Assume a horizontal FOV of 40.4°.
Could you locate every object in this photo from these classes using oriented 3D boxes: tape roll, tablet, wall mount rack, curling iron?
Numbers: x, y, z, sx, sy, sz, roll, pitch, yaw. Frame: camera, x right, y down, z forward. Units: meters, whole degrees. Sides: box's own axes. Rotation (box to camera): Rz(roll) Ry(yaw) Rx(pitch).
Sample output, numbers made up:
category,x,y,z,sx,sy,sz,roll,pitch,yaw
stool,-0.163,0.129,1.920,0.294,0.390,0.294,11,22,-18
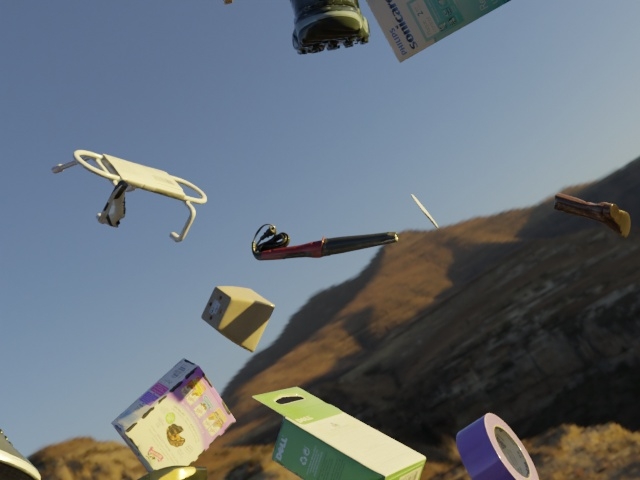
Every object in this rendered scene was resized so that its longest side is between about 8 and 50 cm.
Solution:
category,x,y,z,sx,sy,sz,roll,pitch,yaw
tape roll,0.380,0.472,1.865,0.080,0.189,0.189,-37,-12,19
tablet,0.206,-0.059,1.727,0.006,0.054,0.083,-40,28,8
wall mount rack,-0.451,-0.122,2.004,0.350,0.304,0.130,16,-71,-44
curling iron,0.000,0.000,1.472,0.274,0.068,0.035,-3,-23,27

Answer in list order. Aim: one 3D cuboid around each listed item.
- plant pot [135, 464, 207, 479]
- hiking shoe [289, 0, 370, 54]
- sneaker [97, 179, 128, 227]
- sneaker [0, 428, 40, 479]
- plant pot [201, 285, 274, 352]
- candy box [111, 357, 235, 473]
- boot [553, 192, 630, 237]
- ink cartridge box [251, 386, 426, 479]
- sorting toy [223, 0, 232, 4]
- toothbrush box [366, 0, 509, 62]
category,x,y,z,sx,sy,sz,roll,pitch,yaw
plant pot,-0.204,0.340,1.137,0.081,0.081,0.083,-33,-41,31
hiking shoe,0.010,-0.331,1.195,0.113,0.132,0.304,-10,8,-2
sneaker,-0.388,-0.070,1.670,0.109,0.043,0.040,-56,12,34
sneaker,-0.518,0.288,1.365,0.086,0.163,0.226,-25,-48,17
plant pot,-0.178,0.152,1.787,0.096,0.109,0.109,24,-88,-39
candy box,-0.293,0.366,1.751,0.196,0.165,0.070,-42,31,-26
boot,0.464,-0.045,1.493,0.106,0.114,0.037,40,-109,-43
ink cartridge box,0.014,0.260,1.086,0.109,0.209,0.062,1,-70,-57
sorting toy,-0.238,-0.792,2.256,0.089,0.256,0.257,-15,-9,-11
toothbrush box,0.230,-0.523,1.710,0.295,0.216,0.126,-26,19,13
